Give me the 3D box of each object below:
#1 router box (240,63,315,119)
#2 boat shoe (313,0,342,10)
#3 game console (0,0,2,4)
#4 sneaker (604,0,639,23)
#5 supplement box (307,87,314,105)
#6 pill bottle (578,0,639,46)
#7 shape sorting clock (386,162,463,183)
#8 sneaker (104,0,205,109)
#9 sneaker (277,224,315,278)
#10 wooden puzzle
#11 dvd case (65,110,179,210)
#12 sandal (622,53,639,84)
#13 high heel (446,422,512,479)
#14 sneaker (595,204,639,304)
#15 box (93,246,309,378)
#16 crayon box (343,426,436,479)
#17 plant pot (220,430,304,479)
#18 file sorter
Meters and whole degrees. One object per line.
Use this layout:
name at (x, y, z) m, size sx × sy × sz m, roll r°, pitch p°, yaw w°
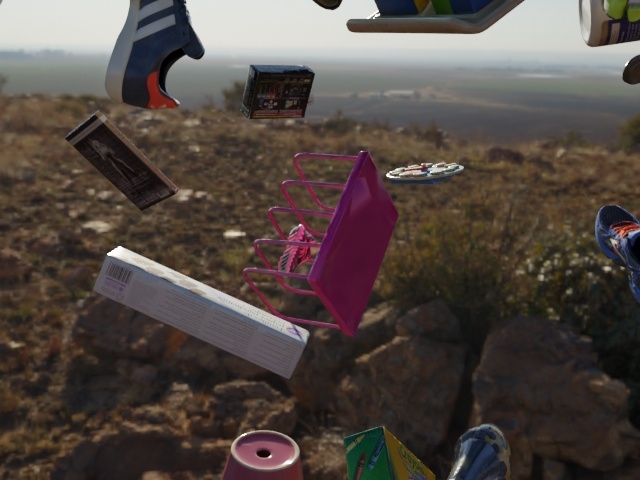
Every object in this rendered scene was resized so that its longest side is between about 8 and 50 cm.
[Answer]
router box at (-0.077, -0.269, 1.400) m, size 0.122 × 0.092 × 0.038 m, roll -7°, pitch 38°, yaw -33°
boat shoe at (-0.030, -0.530, 1.414) m, size 0.114 × 0.091 × 0.302 m, roll 1°, pitch -15°, yaw 34°
game console at (-0.593, -0.611, 1.501) m, size 0.173 × 0.293 × 0.250 m, roll -4°, pitch 42°, yaw -2°
sneaker at (0.418, -0.393, 1.036) m, size 0.111 × 0.121 × 0.300 m, roll -4°, pitch 33°, yaw 4°
supplement box at (-0.060, -0.305, 1.595) m, size 0.083 × 0.055 × 0.043 m, roll 0°, pitch 18°, yaw 19°
pill bottle at (0.677, -0.490, 1.587) m, size 0.264 × 0.153 × 0.153 m, roll -6°, pitch 13°, yaw 9°
shape sorting clock at (0.280, -0.186, 2.079) m, size 0.206 × 0.040 × 0.206 m, roll -9°, pitch 15°, yaw 2°
sneaker at (-0.265, -0.401, 1.376) m, size 0.148 × 0.350 × 0.131 m, roll 16°, pitch 12°, yaw -2°
sneaker at (-0.040, 0.028, 1.468) m, size 0.047 × 0.057 × 0.119 m, roll -25°, pitch 36°, yaw 46°
wooden puzzle at (0.247, -0.441, 1.273) m, size 0.348 × 0.080 × 0.322 m, roll -35°, pitch 28°, yaw -19°
dvd case at (-0.408, -0.158, 1.588) m, size 0.164 × 0.221 × 0.018 m, roll -17°, pitch 34°, yaw 51°
sandal at (0.781, -0.401, 1.725) m, size 0.219 × 0.090 × 0.060 m, roll -21°, pitch 41°, yaw -8°
high heel at (0.185, 0.356, 0.919) m, size 0.093 × 0.261 × 0.186 m, roll 9°, pitch 25°, yaw 27°
sneaker at (0.506, 0.007, 1.229) m, size 0.083 × 0.087 × 0.221 m, roll -17°, pitch 39°, yaw 0°
box at (-0.177, 0.107, 1.163) m, size 0.324 × 0.067 × 0.063 m, roll 24°, pitch 12°, yaw -1°
crayon box at (0.141, 0.466, 1.390) m, size 0.081 × 0.278 × 0.165 m, roll -22°, pitch 49°, yaw 16°
plant pot at (-0.109, 0.470, 1.458) m, size 0.201 × 0.180 × 0.201 m, roll 6°, pitch 19°, yaw -2°
file sorter at (0.000, 0.000, 1.494) m, size 0.182 × 0.202 × 0.291 m, roll 6°, pitch 58°, yaw 29°
